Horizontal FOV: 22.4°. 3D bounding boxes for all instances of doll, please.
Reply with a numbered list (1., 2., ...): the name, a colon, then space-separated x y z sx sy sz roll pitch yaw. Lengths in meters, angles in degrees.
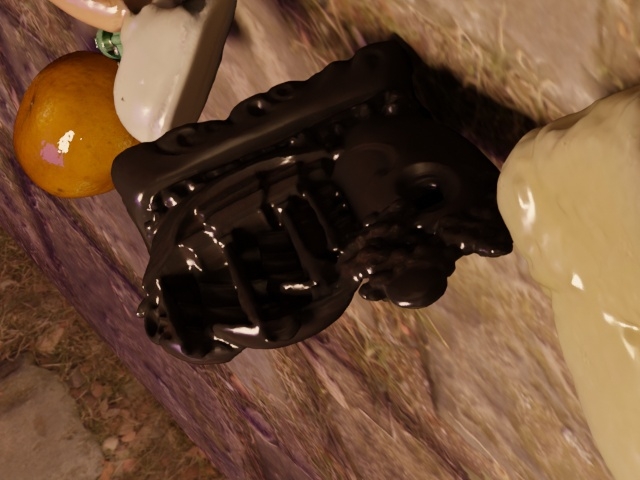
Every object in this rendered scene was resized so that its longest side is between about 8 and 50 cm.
1. doll: -0.212 -0.243 1.150 0.423 0.161 0.348 8 101 28

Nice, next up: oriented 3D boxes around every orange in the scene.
1. orange: -0.244 -0.117 1.685 0.136 0.159 0.159 22 180 -28

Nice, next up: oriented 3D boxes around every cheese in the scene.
1. cheese: 0.191 0.049 0.816 0.263 0.093 0.159 69 161 1

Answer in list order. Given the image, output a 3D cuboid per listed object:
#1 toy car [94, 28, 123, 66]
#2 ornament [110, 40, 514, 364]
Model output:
1. toy car: -0.143 -0.225 1.278 0.090 0.076 0.224 10 116 61
2. ornament: 0.000 0.000 0.983 0.260 0.251 0.106 -111 -4 -58
